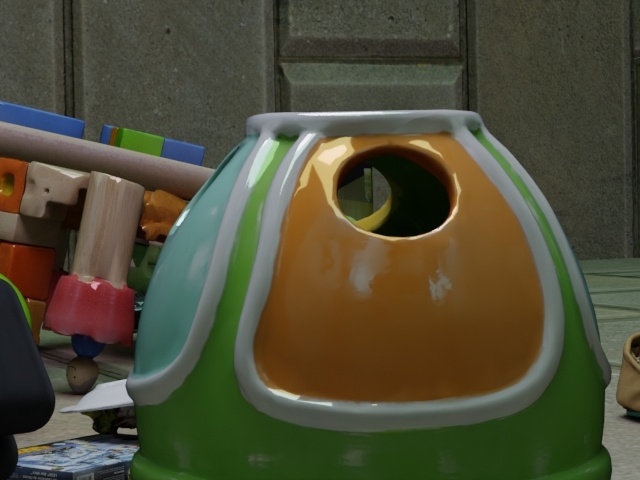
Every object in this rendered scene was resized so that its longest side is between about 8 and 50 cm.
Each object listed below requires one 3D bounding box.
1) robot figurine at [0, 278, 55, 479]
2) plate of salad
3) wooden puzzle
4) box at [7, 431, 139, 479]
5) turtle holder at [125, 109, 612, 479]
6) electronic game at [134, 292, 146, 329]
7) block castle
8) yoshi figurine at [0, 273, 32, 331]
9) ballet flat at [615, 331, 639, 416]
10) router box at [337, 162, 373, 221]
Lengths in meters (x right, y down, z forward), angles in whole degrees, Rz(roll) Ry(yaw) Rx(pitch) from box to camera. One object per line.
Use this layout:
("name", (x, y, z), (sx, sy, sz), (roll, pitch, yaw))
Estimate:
("robot figurine", (-0.286, 0.081, 0.905), (0.278, 0.209, 0.173), (-2, 15, -37))
("plate of salad", (-0.080, 0.111, 1.188), (0.200, 0.048, 0.200), (-10, -2, 0))
("wooden puzzle", (-0.276, -0.106, 1.968), (0.322, 0.080, 0.348), (12, -2, -16))
("box", (-0.145, 0.145, 1.092), (0.094, 0.027, 0.137), (1, 3, 35))
("turtle holder", (0.032, 0.050, 0.881), (0.243, 0.227, 0.320), (-1, 2, 19))
("electronic game", (-0.237, 0.092, 2.350), (0.229, 0.048, 0.229), (-1, 2, 0))
("block castle", (-0.269, 0.038, 1.795), (0.453, 0.213, 0.303), (10, -3, 44))
("yoshi figurine", (-0.326, 0.074, 1.261), (0.203, 0.203, 0.362), (15, 2, 9))
("ballet flat", (0.284, 0.107, 1.286), (0.080, 0.073, 0.232), (-2, 3, -19))
("router box", (0.000, 0.000, 2.092), (0.081, 0.243, 0.309), (-1, 3, 13))
